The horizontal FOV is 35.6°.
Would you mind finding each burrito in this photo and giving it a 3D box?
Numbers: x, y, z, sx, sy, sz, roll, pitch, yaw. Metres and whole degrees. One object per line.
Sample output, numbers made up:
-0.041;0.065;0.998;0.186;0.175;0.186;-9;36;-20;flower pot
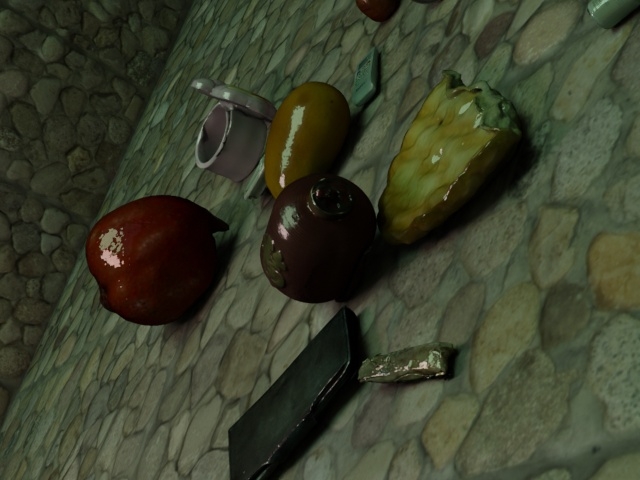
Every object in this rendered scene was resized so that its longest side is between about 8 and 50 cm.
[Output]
0.114;0.166;1.328;0.171;0.042;0.051;-23;31;53;burrito

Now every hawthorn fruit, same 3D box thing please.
0.114;-0.514;2.127;0.081;0.093;0.081;-44;28;30;hawthorn fruit
-0.376;0.037;2.208;0.311;0.295;0.295;-57;22;14;hawthorn fruit

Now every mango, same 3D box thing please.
-0.036;-0.192;1.974;0.254;0.139;0.175;-64;20;1;mango

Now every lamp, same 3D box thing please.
0.000;0.000;1.578;0.258;0.180;0.180;113;173;-55;lamp

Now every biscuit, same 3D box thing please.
0.199;-0.148;1.513;0.329;0.078;0.335;-37;30;48;biscuit

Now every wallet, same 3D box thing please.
-0.042;0.254;1.539;0.318;0.045;0.172;-51;21;21;wallet

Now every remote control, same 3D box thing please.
0.094;-0.331;2.023;0.061;0.029;0.162;-41;23;32;remote control

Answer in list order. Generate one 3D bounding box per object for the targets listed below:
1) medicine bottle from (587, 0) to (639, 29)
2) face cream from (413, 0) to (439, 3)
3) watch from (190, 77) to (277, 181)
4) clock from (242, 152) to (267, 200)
0.403;-0.325;1.336;0.083;0.047;0.047;-40;29;38;medicine bottle
0.226;-0.621;2.016;0.105;0.105;0.348;-38;30;42;face cream
-0.233;-0.270;2.443;0.248;0.211;0.217;27;95;59;watch
-0.094;-0.181;2.163;0.236;0.053;0.236;-58;7;11;clock
